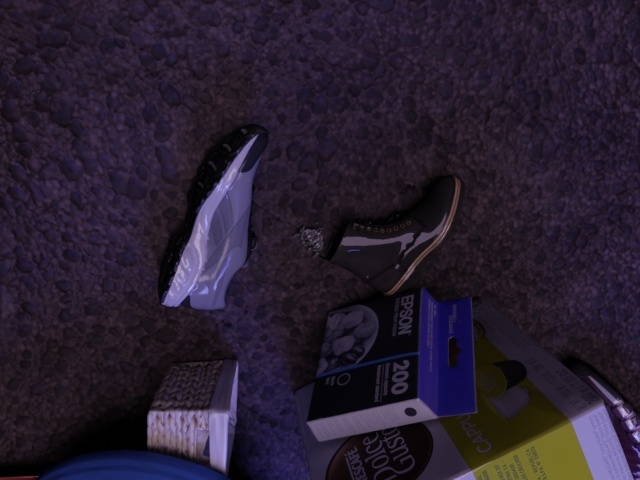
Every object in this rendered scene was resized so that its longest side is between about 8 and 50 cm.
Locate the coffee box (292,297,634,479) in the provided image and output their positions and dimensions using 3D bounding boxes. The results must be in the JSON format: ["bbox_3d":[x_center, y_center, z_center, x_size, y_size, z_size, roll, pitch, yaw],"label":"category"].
[{"bbox_3d":[0.191,0.340,0.831,0.335,0.337,0.338,-26,106,-1],"label":"coffee box"}]

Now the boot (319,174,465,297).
[{"bbox_3d":[0.102,-0.023,0.867,0.137,0.077,0.197,26,97,-18],"label":"boot"}]

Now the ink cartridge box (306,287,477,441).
[{"bbox_3d":[0.095,0.150,0.809,0.208,0.206,0.045,-17,121,21],"label":"ink cartridge box"}]

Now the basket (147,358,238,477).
[{"bbox_3d":[-0.170,0.242,0.848,0.103,0.167,0.113,3,102,-4],"label":"basket"}]

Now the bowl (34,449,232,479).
[{"bbox_3d":[-0.227,0.446,0.816,0.392,0.077,0.390,3,118,5],"label":"bowl"}]

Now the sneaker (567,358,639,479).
[{"bbox_3d":[0.445,0.335,0.966,0.162,0.106,0.281,-41,82,11],"label":"sneaker"}]

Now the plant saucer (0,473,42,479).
[{"bbox_3d":[-0.449,0.452,0.914,0.259,0.048,0.258,1,102,-8],"label":"plant saucer"}]

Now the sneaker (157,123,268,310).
[{"bbox_3d":[-0.129,-0.028,0.837,0.108,0.100,0.271,19,103,-26],"label":"sneaker"}]

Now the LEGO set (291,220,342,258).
[{"bbox_3d":[0.001,-0.002,0.889,0.083,0.023,0.054,-13,104,-5],"label":"LEGO set"}]
